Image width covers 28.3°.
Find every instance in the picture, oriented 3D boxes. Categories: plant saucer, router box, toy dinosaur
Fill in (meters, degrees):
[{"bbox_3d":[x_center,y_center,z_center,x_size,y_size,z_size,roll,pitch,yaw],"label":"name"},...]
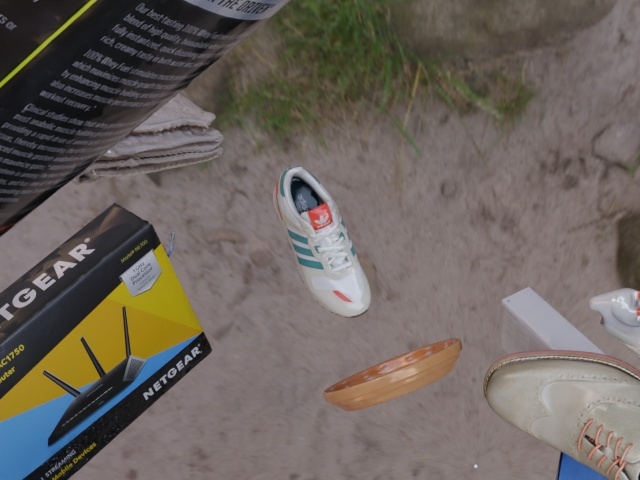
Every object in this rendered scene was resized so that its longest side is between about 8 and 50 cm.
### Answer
[{"bbox_3d":[0.100,0.183,1.702,0.200,0.200,0.037,-22,89,3],"label":"plant saucer"},{"bbox_3d":[-0.168,0.080,0.848,0.179,0.133,0.046,-42,46,-22],"label":"router box"},{"bbox_3d":[-0.221,0.028,1.711,0.047,0.082,0.090,3,93,0],"label":"toy dinosaur"}]

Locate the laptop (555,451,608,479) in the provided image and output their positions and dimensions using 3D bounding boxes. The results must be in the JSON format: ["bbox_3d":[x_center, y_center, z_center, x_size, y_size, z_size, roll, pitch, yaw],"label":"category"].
[{"bbox_3d":[0.506,0.513,1.703,0.382,0.408,0.236,16,109,-13],"label":"laptop"}]

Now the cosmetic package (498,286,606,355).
[{"bbox_3d":[0.361,0.179,1.877,0.060,0.099,0.239,-25,46,-21],"label":"cosmetic package"}]

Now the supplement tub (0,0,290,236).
[{"bbox_3d":[-0.132,-0.133,0.513,0.338,0.207,0.207,-34,77,25],"label":"supplement tub"}]

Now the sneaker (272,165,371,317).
[{"bbox_3d":[0.000,0.000,1.233,0.057,0.075,0.161,-24,78,-9],"label":"sneaker"}]

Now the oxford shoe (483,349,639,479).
[{"bbox_3d":[0.393,0.250,1.665,0.397,0.146,0.141,15,113,20],"label":"oxford shoe"}]

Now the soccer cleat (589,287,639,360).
[{"bbox_3d":[0.453,0.124,1.864,0.076,0.196,0.068,-3,59,29],"label":"soccer cleat"}]

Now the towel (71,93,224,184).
[{"bbox_3d":[-0.231,-0.135,1.081,0.282,0.187,0.049,31,115,25],"label":"towel"}]
